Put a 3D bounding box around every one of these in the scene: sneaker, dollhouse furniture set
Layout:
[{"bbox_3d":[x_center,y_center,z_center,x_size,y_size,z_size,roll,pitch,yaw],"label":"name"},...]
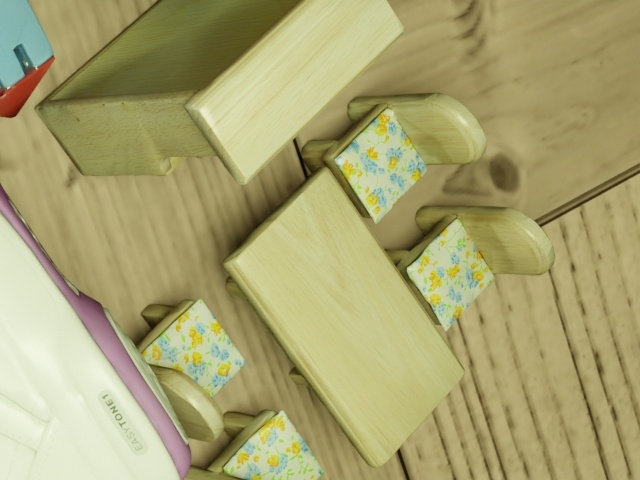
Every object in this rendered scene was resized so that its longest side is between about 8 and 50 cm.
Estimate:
[{"bbox_3d":[-0.189,0.024,0.797,0.152,0.114,0.305,-35,100,-2],"label":"sneaker"},{"bbox_3d":[0.000,0.000,0.895,0.212,0.161,0.242,-45,115,-24],"label":"dollhouse furniture set"}]

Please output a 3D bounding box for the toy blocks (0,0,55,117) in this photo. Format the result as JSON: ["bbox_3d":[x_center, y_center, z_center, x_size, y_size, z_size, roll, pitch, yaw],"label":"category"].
[{"bbox_3d":[-0.094,-0.227,0.836,0.381,0.191,0.261,-41,125,-25],"label":"toy blocks"}]
